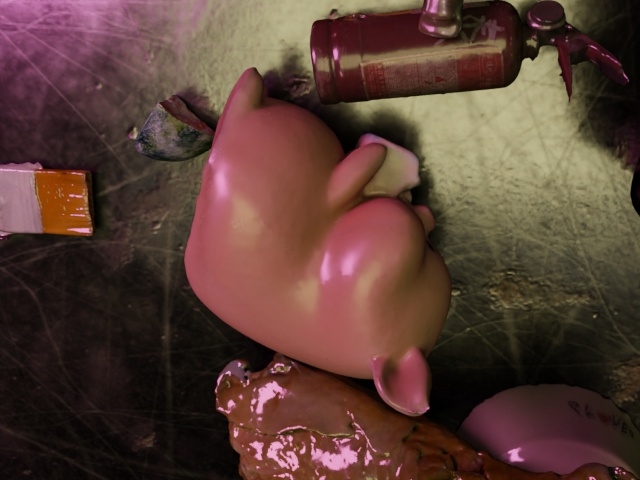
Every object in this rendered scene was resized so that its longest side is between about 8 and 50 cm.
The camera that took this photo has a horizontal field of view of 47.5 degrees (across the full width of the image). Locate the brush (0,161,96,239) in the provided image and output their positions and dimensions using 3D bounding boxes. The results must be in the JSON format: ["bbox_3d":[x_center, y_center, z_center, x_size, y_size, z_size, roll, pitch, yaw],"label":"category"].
[{"bbox_3d":[-0.400,-0.046,0.777,0.336,0.020,0.085,3,111,9],"label":"brush"}]

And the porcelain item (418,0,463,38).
[{"bbox_3d":[0.109,-0.266,0.559,0.081,0.069,0.215,15,99,9],"label":"porcelain item"}]

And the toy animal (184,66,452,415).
[{"bbox_3d":[0.004,0.001,0.650,0.256,0.195,0.213,27,91,-2],"label":"toy animal"}]

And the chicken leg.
[{"bbox_3d":[0.095,0.220,0.676,0.429,0.153,0.201,5,92,32],"label":"chicken leg"}]

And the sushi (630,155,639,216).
[{"bbox_3d":[0.366,-0.149,0.474,0.299,0.281,0.294,-2,104,17],"label":"sushi"}]

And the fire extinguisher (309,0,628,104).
[{"bbox_3d":[0.121,-0.147,0.616,0.252,0.075,0.106,-3,80,9],"label":"fire extinguisher"}]

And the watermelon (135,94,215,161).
[{"bbox_3d":[-0.146,-0.110,0.703,0.085,0.085,0.061,-1,70,10],"label":"watermelon"}]

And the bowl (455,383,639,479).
[{"bbox_3d":[0.238,0.264,0.743,0.211,0.112,0.211,4,113,9],"label":"bowl"}]
